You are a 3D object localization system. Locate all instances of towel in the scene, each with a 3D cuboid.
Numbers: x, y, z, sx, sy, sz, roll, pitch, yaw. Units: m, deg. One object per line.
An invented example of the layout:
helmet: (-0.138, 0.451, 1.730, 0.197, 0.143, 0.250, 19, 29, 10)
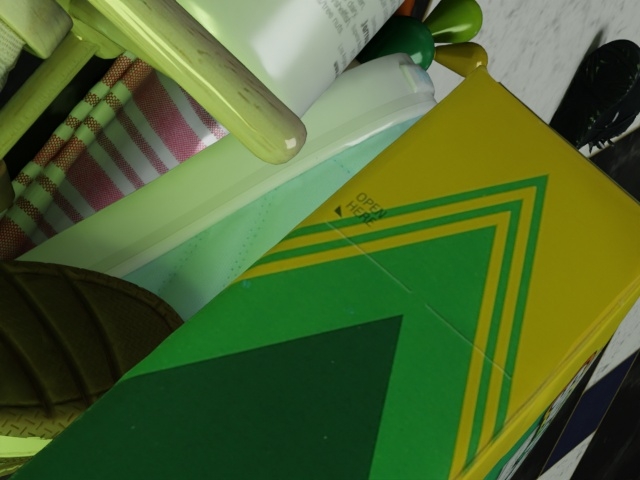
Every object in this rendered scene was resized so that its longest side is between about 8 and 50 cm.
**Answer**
towel: (-0.100, -0.036, 0.997, 0.197, 0.029, 0.144, -51, 158, -6)

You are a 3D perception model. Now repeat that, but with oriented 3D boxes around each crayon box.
crayon box: (-0.048, 0.149, 0.714, 0.313, 0.106, 0.363, -43, 166, -35)

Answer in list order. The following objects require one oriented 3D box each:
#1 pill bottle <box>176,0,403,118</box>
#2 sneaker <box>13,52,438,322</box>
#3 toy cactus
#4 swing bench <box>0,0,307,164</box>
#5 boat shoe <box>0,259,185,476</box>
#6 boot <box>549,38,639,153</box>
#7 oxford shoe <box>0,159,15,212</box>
pill bottle: (0.008, -0.173, 0.860, 0.229, 0.131, 0.131, -49, 159, -10)
sneaker: (-0.073, 0.061, 0.922, 0.366, 0.150, 0.135, -33, 169, 4)
toy cactus: (0.029, -0.111, 1.021, 0.180, 0.112, 0.219, -67, 160, 5)
swing bench: (-0.189, -0.034, 0.587, 0.253, 0.165, 0.254, -50, 126, -6)
boat shoe: (-0.184, 0.072, 0.822, 0.257, 0.095, 0.095, -3, 143, -21)
boot: (0.243, -0.122, 1.563, 0.099, 0.045, 0.121, -20, 149, -51)
oxford shoe: (-0.221, -0.016, 0.746, 0.212, 0.076, 0.076, -30, 120, -40)
